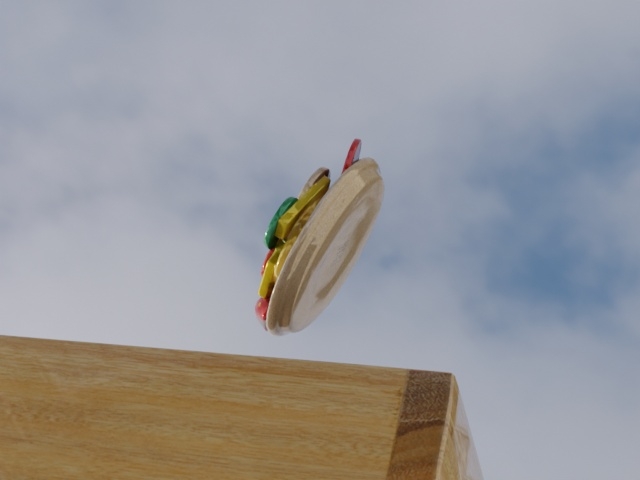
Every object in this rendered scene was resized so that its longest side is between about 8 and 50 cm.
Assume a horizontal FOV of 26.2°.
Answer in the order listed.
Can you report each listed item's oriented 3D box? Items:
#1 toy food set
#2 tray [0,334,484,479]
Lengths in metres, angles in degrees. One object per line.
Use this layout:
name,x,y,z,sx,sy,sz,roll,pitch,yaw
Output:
toy food set,0.000,0.000,0.543,0.083,0.020,0.082,-44,-21,-46
tray,-0.021,0.176,0.571,0.203,0.076,0.411,3,-34,17
